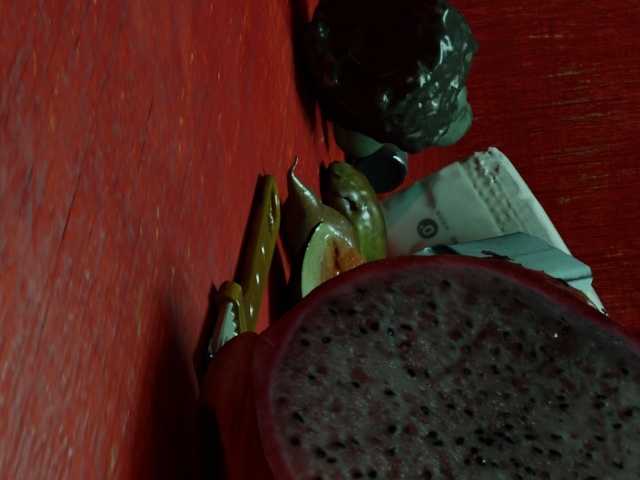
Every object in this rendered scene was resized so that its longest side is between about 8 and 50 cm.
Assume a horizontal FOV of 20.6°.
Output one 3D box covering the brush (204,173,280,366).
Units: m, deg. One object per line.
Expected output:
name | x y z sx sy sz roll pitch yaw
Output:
brush | -0.045 0.031 1.143 0.314 0.017 0.090 -81 165 -63

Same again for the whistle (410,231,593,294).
whistle | 0.127 0.089 1.668 0.290 0.163 0.163 -8 93 -49

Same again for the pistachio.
pistachio | 0.038 -0.006 1.625 0.173 0.049 0.089 72 16 -54

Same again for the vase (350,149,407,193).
vase | 0.060 -0.137 1.842 0.211 0.060 0.060 -90 170 -48

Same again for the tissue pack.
tissue pack | 0.207 0.118 1.881 0.356 0.194 0.266 62 -1 25

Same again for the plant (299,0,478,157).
plant | 0.070 -0.143 1.597 0.149 0.146 0.274 -51 167 -4

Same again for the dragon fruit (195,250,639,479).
dragon fruit | 0.063 0.179 0.953 0.305 0.305 0.225 -87 -168 -49

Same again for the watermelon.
watermelon | 0.021 0.064 1.303 0.135 0.094 0.125 79 1 -59

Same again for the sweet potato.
sweet potato | 0.000 0.000 1.352 0.195 0.056 0.056 67 18 -50
